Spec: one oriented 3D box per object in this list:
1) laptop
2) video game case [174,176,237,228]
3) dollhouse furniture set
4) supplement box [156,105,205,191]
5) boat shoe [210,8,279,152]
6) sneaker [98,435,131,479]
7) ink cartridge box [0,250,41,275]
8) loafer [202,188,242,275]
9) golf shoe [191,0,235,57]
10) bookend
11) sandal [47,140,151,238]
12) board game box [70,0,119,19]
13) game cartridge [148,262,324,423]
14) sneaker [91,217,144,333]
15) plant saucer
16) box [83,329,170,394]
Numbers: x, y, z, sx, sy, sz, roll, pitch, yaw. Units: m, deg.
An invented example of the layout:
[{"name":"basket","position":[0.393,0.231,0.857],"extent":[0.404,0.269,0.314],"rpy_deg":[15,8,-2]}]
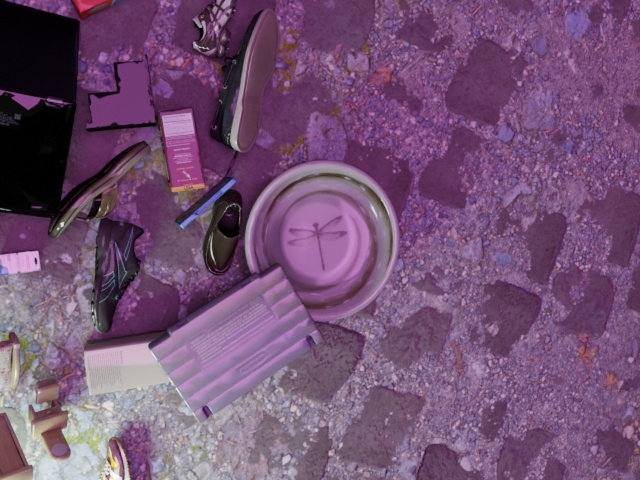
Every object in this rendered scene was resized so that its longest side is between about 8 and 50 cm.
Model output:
[{"name":"laptop","position":[-0.727,-0.296,1.353],"extent":[0.382,0.236,0.408],"rpy_deg":[7,110,-27]},{"name":"video game case","position":[-0.274,-0.092,1.529],"extent":[0.166,0.119,0.015],"rpy_deg":[-43,107,-10]},{"name":"dollhouse furniture set","position":[-0.640,0.320,1.296],"extent":[0.303,0.174,0.356],"rpy_deg":[-10,129,-40]},{"name":"supplement box","position":[-0.327,-0.210,1.512],"extent":[0.080,0.104,0.188],"rpy_deg":[-10,96,-16]},{"name":"boat shoe","position":[-0.189,-0.387,1.542],"extent":[0.113,0.127,0.340],"rpy_deg":[15,99,25]},{"name":"sneaker","position":[-0.497,0.563,1.535],"extent":[0.084,0.069,0.186],"rpy_deg":[-12,96,-21]},{"name":"ink cartridge box","position":[-0.680,0.049,1.462],"extent":[0.083,0.028,0.048],"rpy_deg":[-7,96,-16]},{"name":"loafer","position":[-0.235,-0.011,1.552],"extent":[0.080,0.078,0.220],"rpy_deg":[5,108,-17]},{"name":"golf shoe","position":[-0.252,-0.537,1.527],"extent":[0.094,0.077,0.198],"rpy_deg":[10,90,-17]},{"name":"bookend","position":[-0.465,-0.336,1.477],"extent":[0.157,0.072,0.156],"rpy_deg":[-9,96,-16]},{"name":"sandal","position":[-0.493,-0.106,1.468],"extent":[0.303,0.120,0.086],"rpy_deg":[-42,118,-10]},{"name":"board game box","position":[-0.513,-0.697,1.440],"extent":[0.242,0.064,0.316],"rpy_deg":[-32,102,-12]},{"name":"game cartridge","position":[-0.194,0.234,1.512],"extent":[0.355,0.068,0.230],"rpy_deg":[-32,101,-12]},{"name":"sneaker","position":[-0.473,0.084,1.492],"extent":[0.106,0.101,0.267],"rpy_deg":[6,93,-20]},{"name":"plant saucer","position":[0.000,0.000,1.630],"extent":[0.400,0.100,0.401],"rpy_deg":[-1,94,-16]},{"name":"box","position":[-0.410,0.279,1.528],"extent":[0.275,0.094,0.113],"rpy_deg":[-5,96,-17]}]
